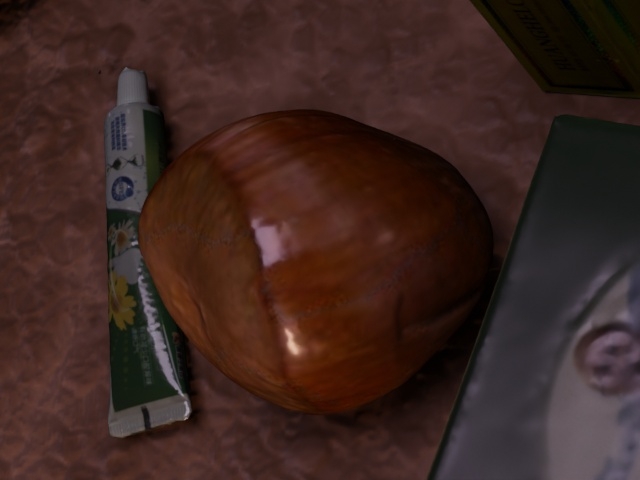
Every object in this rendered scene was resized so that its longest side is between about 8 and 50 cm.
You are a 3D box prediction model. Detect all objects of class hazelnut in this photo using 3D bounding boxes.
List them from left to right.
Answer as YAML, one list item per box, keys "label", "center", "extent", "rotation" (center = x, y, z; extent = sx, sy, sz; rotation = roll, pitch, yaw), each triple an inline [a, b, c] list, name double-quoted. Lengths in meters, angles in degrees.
- label: "hazelnut"
  center: [0.000, 0.000, 0.853]
  extent: [0.150, 0.150, 0.150]
  rotation: [-12, 63, 24]

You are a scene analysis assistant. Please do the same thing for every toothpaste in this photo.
- label: "toothpaste"
  center: [-0.093, 0.001, 0.966]
  extent: [0.049, 0.031, 0.204]
  rotation: [-17, 62, 24]

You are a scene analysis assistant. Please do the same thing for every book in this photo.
- label: "book"
  center: [0.223, 0.092, 0.743]
  extent: [0.371, 0.043, 0.260]
  rotation: [12, 72, 32]

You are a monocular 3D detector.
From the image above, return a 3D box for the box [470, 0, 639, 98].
- label: "box"
  center: [0.129, -0.194, 0.863]
  extent: [0.064, 0.141, 0.220]
  rotation: [5, 70, 31]
